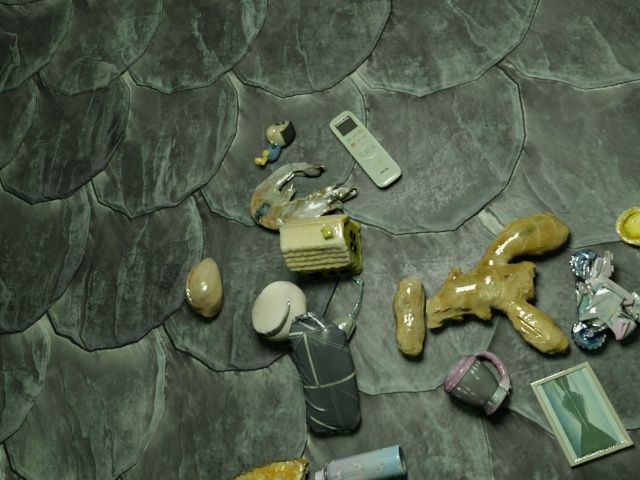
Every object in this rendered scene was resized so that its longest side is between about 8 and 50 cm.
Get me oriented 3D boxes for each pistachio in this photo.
[{"bbox_3d":[-0.351,0.143,1.752,0.125,0.124,0.184,-6,62,18],"label":"pistachio"}]

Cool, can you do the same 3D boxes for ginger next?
[{"bbox_3d":[0.454,0.092,1.476,0.348,0.122,0.363,5,83,12],"label":"ginger"}]

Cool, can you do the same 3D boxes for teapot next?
[{"bbox_3d":[0.392,0.356,1.422,0.146,0.148,0.116,38,123,16],"label":"teapot"}]

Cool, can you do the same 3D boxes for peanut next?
[{"bbox_3d":[0.239,0.201,1.529,0.100,0.099,0.214,-9,73,17],"label":"peanut"}]

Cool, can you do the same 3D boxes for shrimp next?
[{"bbox_3d":[-0.058,-0.145,1.776,0.360,0.085,0.246,-9,61,21],"label":"shrimp"}]

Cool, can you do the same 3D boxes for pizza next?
[{"bbox_3d":[-0.147,0.701,1.485,0.323,0.089,0.223,-29,58,10],"label":"pizza"}]

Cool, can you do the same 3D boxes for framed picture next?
[{"bbox_3d":[0.612,0.407,1.359,0.150,0.015,0.203,-25,64,10],"label":"framed picture"}]

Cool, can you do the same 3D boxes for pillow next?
[{"bbox_3d":[0.010,0.348,1.517,0.162,0.092,0.335,-12,92,9],"label":"pillow"}]

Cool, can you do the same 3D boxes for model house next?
[{"bbox_3d":[0.000,0.000,1.607,0.194,0.234,0.174,-5,69,17],"label":"model house"}]

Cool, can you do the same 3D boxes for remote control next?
[{"bbox_3d":[0.137,-0.282,1.772,0.090,0.038,0.309,-36,63,4],"label":"remote control"}]

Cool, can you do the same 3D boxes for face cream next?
[{"bbox_3d":[0.098,0.577,1.449,0.229,0.075,0.075,-19,66,14],"label":"face cream"}]

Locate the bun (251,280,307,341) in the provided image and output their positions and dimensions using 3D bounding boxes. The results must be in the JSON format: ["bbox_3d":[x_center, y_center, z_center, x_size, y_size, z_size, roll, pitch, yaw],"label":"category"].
[{"bbox_3d":[-0.101,0.204,1.632,0.173,0.120,0.172,-24,54,39],"label":"bun"}]

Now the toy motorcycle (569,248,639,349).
[{"bbox_3d":[0.707,0.140,1.378,0.204,0.108,0.239,-2,92,23],"label":"toy motorcycle"}]

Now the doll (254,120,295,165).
[{"bbox_3d":[-0.151,-0.321,1.868,0.089,0.102,0.179,43,84,-16],"label":"doll"}]

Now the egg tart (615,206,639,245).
[{"bbox_3d":[0.793,-0.033,1.443,0.105,0.039,0.105,-7,69,17],"label":"egg tart"}]

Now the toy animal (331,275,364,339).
[{"bbox_3d":[0.065,0.217,1.600,0.079,0.070,0.253,26,79,13],"label":"toy animal"}]
